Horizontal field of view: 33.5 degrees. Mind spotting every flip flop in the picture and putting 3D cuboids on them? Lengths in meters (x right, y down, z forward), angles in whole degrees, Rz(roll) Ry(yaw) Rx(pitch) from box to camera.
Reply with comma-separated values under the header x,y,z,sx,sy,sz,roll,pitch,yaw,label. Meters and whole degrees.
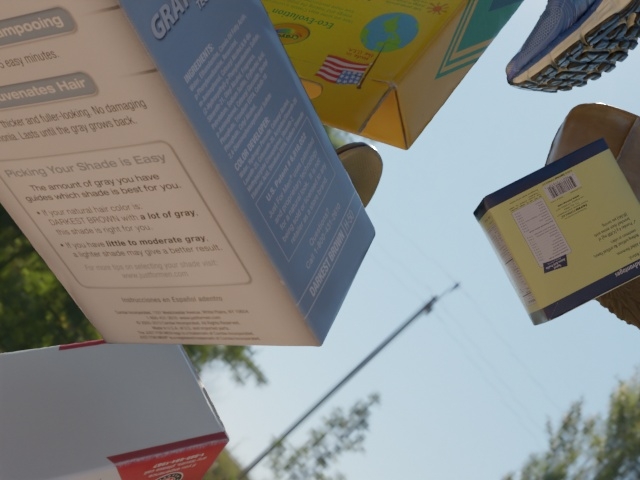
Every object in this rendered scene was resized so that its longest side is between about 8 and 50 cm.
x,y,z,sx,sy,sz,roll,pitch,yaw,label
0.000,0.000,1.374,0.080,0.277,0.112,32,-6,43,flip flop

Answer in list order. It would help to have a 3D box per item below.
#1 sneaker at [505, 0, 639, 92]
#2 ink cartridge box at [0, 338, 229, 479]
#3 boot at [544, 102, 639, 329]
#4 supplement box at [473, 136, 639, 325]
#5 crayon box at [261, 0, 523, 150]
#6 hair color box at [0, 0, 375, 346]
x,y,z,sx,sy,sz,roll,pitch,yaw,label
0.342,-0.318,1.316,0.129,0.330,0.147,3,48,-45,sneaker
-0.225,0.207,0.842,0.114,0.197,0.273,58,-48,28,ink cartridge box
0.342,-0.037,1.152,0.236,0.269,0.089,27,-47,12,boot
0.151,-0.003,0.651,0.083,0.083,0.056,63,-1,7,supplement box
0.045,-0.204,0.969,0.202,0.318,0.081,22,-31,31,crayon box
-0.129,-0.101,0.630,0.185,0.114,0.375,-3,-48,32,hair color box
